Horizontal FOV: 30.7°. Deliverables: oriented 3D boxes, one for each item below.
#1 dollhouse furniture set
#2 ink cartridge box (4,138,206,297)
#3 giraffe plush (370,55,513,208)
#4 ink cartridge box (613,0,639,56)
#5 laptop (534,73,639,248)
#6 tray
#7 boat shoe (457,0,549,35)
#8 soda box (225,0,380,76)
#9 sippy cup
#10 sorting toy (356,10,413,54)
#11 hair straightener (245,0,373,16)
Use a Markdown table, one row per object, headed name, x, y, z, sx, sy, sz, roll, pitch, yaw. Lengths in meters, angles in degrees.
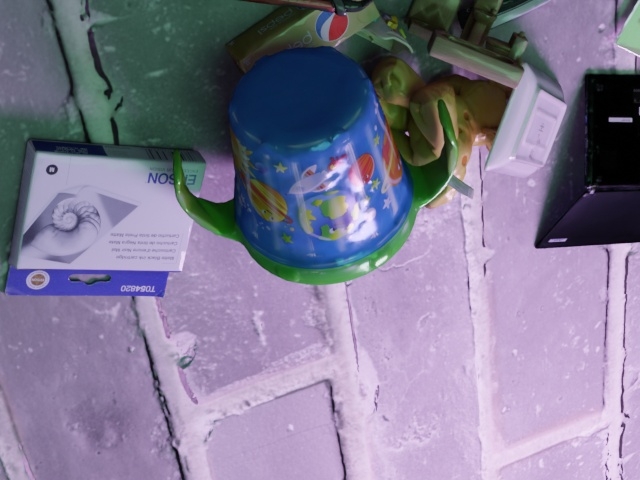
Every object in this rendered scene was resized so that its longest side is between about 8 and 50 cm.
| name | x | y | z | sx | sy | sz | roll | pitch | yaw |
| --- | --- | --- | --- | --- | --- | --- | --- | --- | --- |
| dollhouse furniture set | 0.194 | -0.284 | 1.431 | 0.144 | 0.151 | 0.123 | 21 | 111 | -5 |
| ink cartridge box | -0.272 | -0.013 | 1.468 | 0.223 | 0.045 | 0.224 | 1 | 119 | -28 |
| giraffe plush | 0.174 | -0.163 | 1.533 | 0.170 | 0.210 | 0.181 | -36 | 166 | -32 |
| ink cartridge box | 0.551 | -0.316 | 1.686 | 0.235 | 0.056 | 0.171 | 22 | 108 | -17 |
| laptop | 0.464 | -0.119 | 1.792 | 0.234 | 0.137 | 0.264 | -3 | 95 | -26 |
| tray | 0.283 | -0.151 | 1.555 | 0.270 | 0.030 | 0.145 | -2 | 114 | -69 |
| boat shoe | 0.247 | -0.310 | 1.541 | 0.142 | 0.049 | 0.040 | -25 | 93 | -13 |
| soda box | -0.022 | -0.258 | 1.431 | 0.181 | 0.058 | 0.061 | -35 | 129 | -4 |
| sippy cup | -0.009 | -0.102 | 1.391 | 0.305 | 0.240 | 0.224 | -39 | 146 | -17 |
| sorting toy | 0.084 | -0.260 | 1.471 | 0.083 | 0.075 | 0.044 | 20 | 109 | -35 |
| hair straightener | -0.038 | -0.317 | 1.359 | 0.231 | 0.047 | 0.089 | 7 | 95 | -8 |
